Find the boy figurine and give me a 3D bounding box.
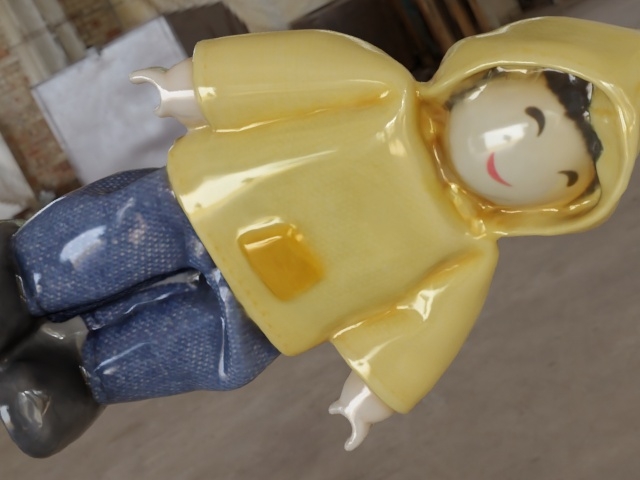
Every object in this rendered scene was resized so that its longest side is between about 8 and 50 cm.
[{"bbox_3d":[0.000,0.000,0.444,0.285,0.177,0.092,-19,13,18],"label":"boy figurine"}]
